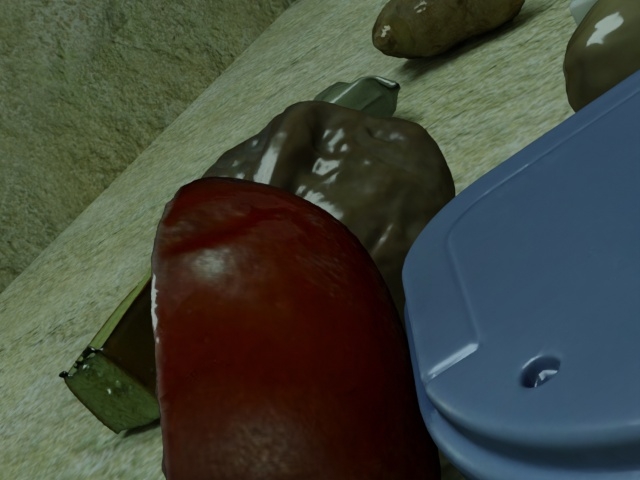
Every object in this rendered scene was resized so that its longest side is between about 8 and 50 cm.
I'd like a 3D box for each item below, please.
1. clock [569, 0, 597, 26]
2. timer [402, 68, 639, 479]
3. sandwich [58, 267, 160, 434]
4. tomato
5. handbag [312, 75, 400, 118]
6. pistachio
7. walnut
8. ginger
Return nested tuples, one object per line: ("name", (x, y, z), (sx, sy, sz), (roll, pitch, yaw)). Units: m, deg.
("clock", (0.425, -0.374, 1.105), (0.262, 0.116, 0.231), (-23, 25, 44))
("timer", (0.229, 0.029, 0.440), (0.395, 0.173, 0.395), (-34, 19, 13))
("sandwich", (-0.206, 0.115, 1.162), (0.122, 0.128, 0.236), (-31, 19, 35))
("tomato", (-0.003, 0.108, 0.589), (0.143, 0.338, 0.338), (-9, 21, 1))
("handbag", (-0.033, -0.136, 1.444), (0.316, 0.109, 0.253), (-42, 14, -5))
("pistachio", (0.318, -0.189, 0.880), (0.226, 0.136, 0.136), (-35, 17, -11))
("walnut", (-0.003, -0.001, 0.874), (0.273, 0.273, 0.227), (-54, -13, -37))
("ginger", (0.197, -0.368, 1.506), (0.190, 0.126, 0.354), (-27, 6, -35))
